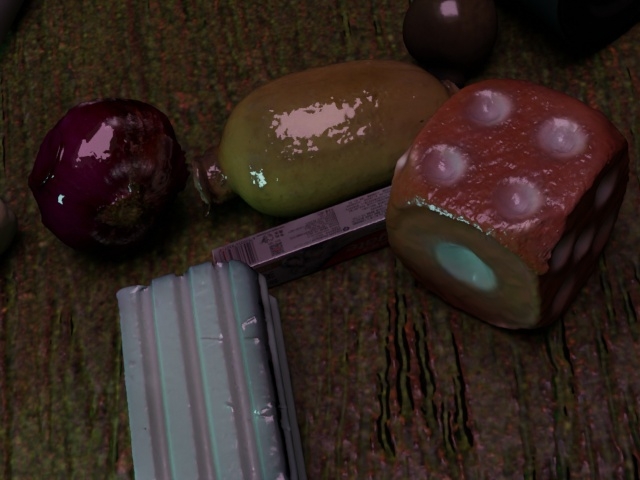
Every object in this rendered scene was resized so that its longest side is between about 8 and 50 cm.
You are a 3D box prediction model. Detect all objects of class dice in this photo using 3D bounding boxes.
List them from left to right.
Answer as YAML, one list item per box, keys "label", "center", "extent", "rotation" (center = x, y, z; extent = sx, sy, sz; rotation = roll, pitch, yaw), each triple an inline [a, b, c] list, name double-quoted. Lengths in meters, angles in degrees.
- label: "dice"
  center: [0.177, -0.037, 1.103]
  extent: [0.174, 0.175, 0.179]
  rotation: [26, 67, 26]

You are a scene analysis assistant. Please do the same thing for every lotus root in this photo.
- label: "lotus root"
  center: [0.008, -0.108, 1.211]
  extent: [0.303, 0.131, 0.146]
  rotation: [-17, 54, 1]

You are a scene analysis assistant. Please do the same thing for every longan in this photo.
- label: "longan"
  center: [0.143, -0.229, 1.288]
  extent: [0.106, 0.106, 0.119]
  rotation: [6, 101, 16]

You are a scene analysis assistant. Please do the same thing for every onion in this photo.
- label: "onion"
  center: [-0.247, -0.082, 1.233]
  extent: [0.198, 0.135, 0.173]
  rotation: [38, 109, 41]

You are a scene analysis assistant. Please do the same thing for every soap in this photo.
- label: "soap"
  center: [-0.100, 0.155, 1.094]
  extent: [0.150, 0.094, 0.261]
  rotation: [-16, 57, 8]

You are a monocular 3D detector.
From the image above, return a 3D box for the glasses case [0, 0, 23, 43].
- label: "glasses case"
  center: [-0.423, -0.361, 1.500]
  extent: [0.128, 0.083, 0.308]
  rotation: [6, 59, 22]

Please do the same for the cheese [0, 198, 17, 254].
- label: "cheese"
  center: [-0.457, 0.022, 1.223]
  extent: [0.159, 0.093, 0.263]
  rotation: [39, 71, 2]

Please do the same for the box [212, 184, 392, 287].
- label: "box"
  center: [0.000, 0.000, 1.189]
  extent: [0.218, 0.055, 0.039]
  rotation: [-19, 57, -1]

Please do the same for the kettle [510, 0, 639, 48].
- label: "kettle"
  center: [0.255, -0.394, 1.307]
  extent: [0.262, 0.203, 0.308]
  rotation: [-39, 55, -11]
